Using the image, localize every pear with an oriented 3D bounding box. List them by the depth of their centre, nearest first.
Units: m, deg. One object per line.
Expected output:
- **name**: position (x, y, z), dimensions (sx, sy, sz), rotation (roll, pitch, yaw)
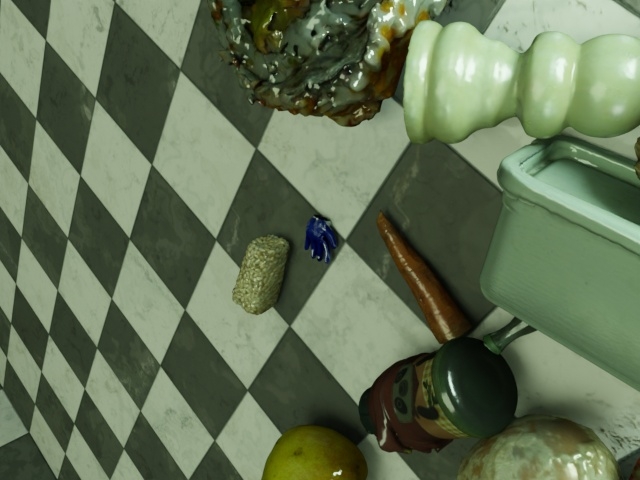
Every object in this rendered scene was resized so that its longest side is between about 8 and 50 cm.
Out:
- **pear**: position (-0.009, 0.446, 1.009), dimensions (0.200, 0.200, 0.200), rotation (15, 115, 37)

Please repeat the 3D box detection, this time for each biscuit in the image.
- **biscuit**: position (-0.112, 0.066, 1.033), dimensions (0.070, 0.082, 0.168), rotation (36, 125, 24)

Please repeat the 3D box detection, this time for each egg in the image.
- **egg**: position (0.283, 0.339, 0.709), dimensions (0.203, 0.203, 0.245), rotation (39, 115, 25)

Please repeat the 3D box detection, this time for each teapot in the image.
- **teapot**: position (0.267, 0.110, 0.718), dimensions (0.110, 0.043, 0.043), rotation (-39, 78, 18)

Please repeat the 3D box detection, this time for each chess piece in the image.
- **chess piece**: position (0.232, -0.175, 0.604), dimensions (0.251, 0.144, 0.144), rotation (7, 110, 24)

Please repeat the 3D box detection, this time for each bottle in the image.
- **bottle**: position (0.152, 0.245, 0.808), dimensions (0.143, 0.156, 0.271), rotation (54, 143, 5)

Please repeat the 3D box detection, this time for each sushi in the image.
- **sushi**: position (-0.021, -0.366, 0.735), dimensions (0.417, 0.176, 0.418), rotation (15, 115, 37)

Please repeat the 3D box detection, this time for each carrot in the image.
- **carrot**: position (0.144, 0.051, 0.830), dimensions (0.057, 0.057, 0.224), rotation (-45, 72, 41)

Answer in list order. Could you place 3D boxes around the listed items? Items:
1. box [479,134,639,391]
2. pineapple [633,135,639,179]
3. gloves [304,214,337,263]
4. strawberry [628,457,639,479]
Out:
- **box**: position (0.329, 0.035, 0.587), dimensions (0.312, 0.175, 0.182), rotation (34, 133, 28)
- **pineapple**: position (0.409, -0.179, 0.443), dimensions (0.169, 0.169, 0.340), rotation (34, 122, 28)
- **gloves**: position (0.000, 0.000, 0.950), dimensions (0.064, 0.026, 0.086), rotation (27, 121, 30)
- **strawberry**: position (0.439, 0.379, 0.528), dimensions (0.291, 0.292, 0.310), rotation (-26, 105, 43)
